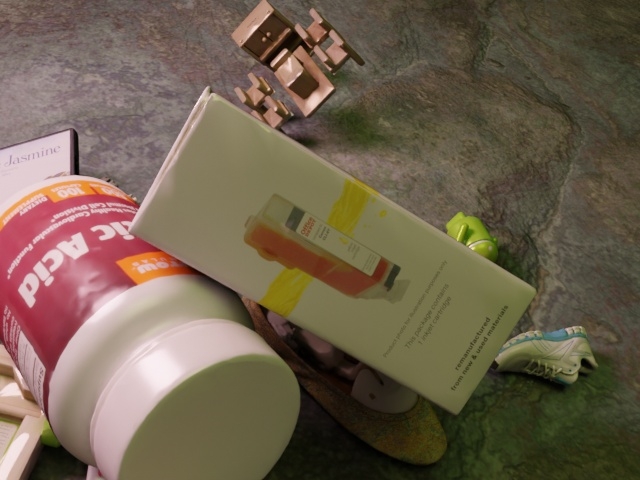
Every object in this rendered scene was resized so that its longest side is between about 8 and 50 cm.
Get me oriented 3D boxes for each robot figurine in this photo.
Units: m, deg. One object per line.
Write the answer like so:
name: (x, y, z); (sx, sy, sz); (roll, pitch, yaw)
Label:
robot figurine: (0.261, 0.005, 1.206); (0.101, 0.067, 0.115); (24, 33, -41)

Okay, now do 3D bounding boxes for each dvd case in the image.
dvd case: (-0.440, -0.057, 1.021); (0.180, 0.022, 0.253); (-17, 49, -1)

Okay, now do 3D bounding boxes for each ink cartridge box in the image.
ink cartridge box: (0.000, 0.000, 0.799); (0.384, 0.160, 0.279); (31, 4, -12)

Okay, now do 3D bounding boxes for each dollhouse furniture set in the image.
dollhouse furniture set: (-0.043, -0.328, 1.358); (0.161, 0.212, 0.242); (26, 26, -53)

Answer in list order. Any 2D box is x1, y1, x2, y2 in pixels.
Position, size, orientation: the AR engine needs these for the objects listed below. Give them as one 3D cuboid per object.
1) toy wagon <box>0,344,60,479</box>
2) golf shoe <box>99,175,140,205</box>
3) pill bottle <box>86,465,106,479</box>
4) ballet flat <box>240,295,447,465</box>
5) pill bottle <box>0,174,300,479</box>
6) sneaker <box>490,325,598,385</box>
toy wagon: (-0.435, 0.248, 0.734); (0.267, 0.068, 0.344); (15, 44, -3)
golf shoe: (-0.258, 0.021, 1.014); (0.272, 0.105, 0.120); (29, 59, 20)
pill bottle: (-0.176, 0.271, 0.780); (0.160, 0.087, 0.087); (7, 45, -12)
ballet flat: (0.029, 0.162, 0.938); (0.348, 0.123, 0.123); (35, 46, 17)
pill bottle: (-0.210, 0.099, 0.756); (0.224, 0.224, 0.392); (-20, 37, -33)
sneaker: (0.344, 0.183, 1.058); (0.190, 0.071, 0.083); (-6, 54, -23)
